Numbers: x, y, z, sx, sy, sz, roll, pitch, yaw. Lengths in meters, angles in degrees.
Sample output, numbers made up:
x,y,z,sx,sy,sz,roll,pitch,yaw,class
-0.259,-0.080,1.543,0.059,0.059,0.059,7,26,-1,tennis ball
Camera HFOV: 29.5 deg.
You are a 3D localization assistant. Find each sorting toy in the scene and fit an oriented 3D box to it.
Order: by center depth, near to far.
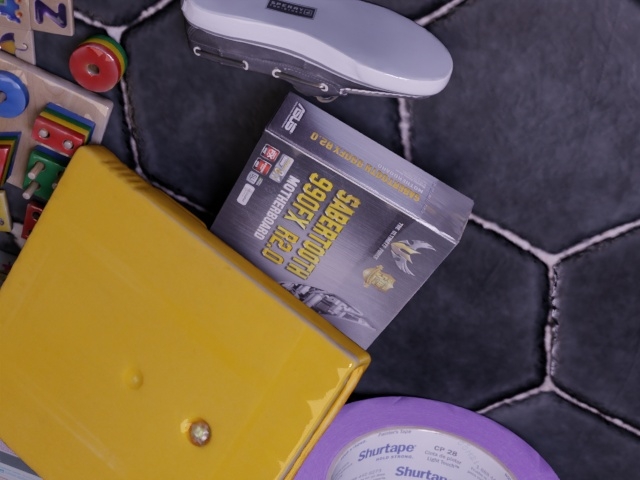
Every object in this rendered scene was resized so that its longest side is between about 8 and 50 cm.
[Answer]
x,y,z,sx,sy,sz,roll,pitch,yaw,class
-0.276,-0.086,1.124,0.132,0.046,0.274,25,129,-2,sorting toy

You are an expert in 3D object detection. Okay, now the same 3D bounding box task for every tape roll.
x,y,z,sx,sy,sz,roll,pitch,yaw,class
0.091,0.268,1.115,0.275,0.275,0.090,15,126,7,tape roll

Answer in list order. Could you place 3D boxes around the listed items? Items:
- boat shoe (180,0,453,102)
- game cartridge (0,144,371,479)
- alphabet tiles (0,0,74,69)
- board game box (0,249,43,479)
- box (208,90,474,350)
x,y,z,sx,sy,sz,roll,pitch,yaw,class
-0.007,-0.151,0.995,0.228,0.080,0.076,15,139,4,boat shoe
-0.154,0.118,1.081,0.323,0.052,0.285,38,107,18,game cartridge
-0.312,-0.231,1.071,0.198,0.009,0.237,10,125,10,alphabet tiles
-0.293,0.178,1.281,0.224,0.097,0.303,20,126,3,board game box
0.000,0.000,1.069,0.183,0.056,0.231,31,140,-4,box
